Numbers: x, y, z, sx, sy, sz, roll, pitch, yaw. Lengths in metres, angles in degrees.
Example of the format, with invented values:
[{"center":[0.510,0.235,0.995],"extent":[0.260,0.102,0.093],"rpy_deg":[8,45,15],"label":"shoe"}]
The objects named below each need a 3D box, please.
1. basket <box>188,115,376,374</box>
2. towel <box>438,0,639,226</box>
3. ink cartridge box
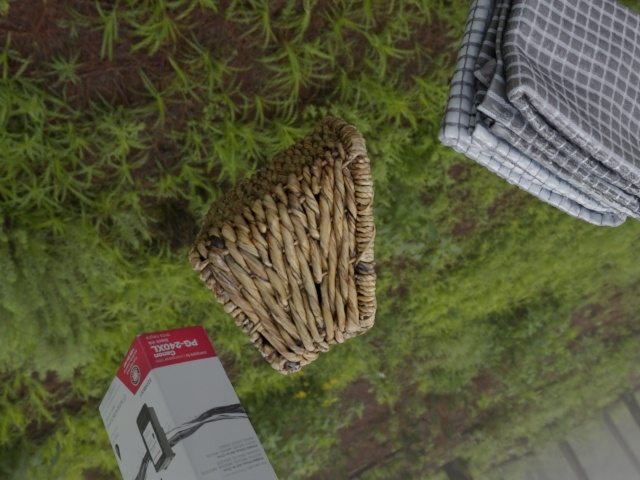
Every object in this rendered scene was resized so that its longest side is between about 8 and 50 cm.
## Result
[{"center":[0.000,0.000,0.751],"extent":[0.223,0.213,0.299],"rpy_deg":[-36,-166,4],"label":"basket"},{"center":[0.295,-0.175,0.718],"extent":[0.284,0.234,0.121],"rpy_deg":[25,160,-21],"label":"towel"},{"center":[-0.109,0.161,0.483],"extent":[0.063,0.150,0.109],"rpy_deg":[-1,137,-43],"label":"ink cartridge box"}]
